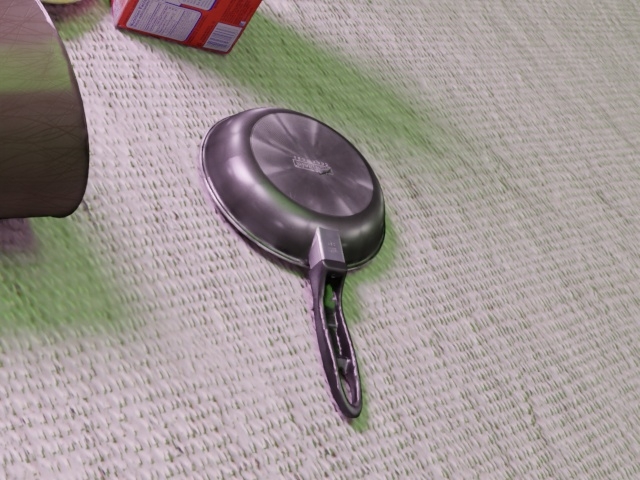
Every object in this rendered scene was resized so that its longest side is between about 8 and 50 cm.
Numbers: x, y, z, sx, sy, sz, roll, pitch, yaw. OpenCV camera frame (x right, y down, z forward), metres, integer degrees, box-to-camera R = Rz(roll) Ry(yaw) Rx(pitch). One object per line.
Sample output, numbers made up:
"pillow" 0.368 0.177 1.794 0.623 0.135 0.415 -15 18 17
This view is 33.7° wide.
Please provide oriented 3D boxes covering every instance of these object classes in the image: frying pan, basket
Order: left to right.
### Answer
"basket" -0.304 -0.089 0.716 0.227 0.154 0.204 -14 68 -40
"frying pan" -0.026 -0.014 0.936 0.197 0.053 0.326 26 38 -13

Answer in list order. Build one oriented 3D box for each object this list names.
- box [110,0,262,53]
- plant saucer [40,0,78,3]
"box" -0.097 -0.315 0.994 0.128 0.257 0.122 8 50 -31
"plant saucer" -0.292 -0.319 0.961 0.241 0.037 0.241 36 42 -41
